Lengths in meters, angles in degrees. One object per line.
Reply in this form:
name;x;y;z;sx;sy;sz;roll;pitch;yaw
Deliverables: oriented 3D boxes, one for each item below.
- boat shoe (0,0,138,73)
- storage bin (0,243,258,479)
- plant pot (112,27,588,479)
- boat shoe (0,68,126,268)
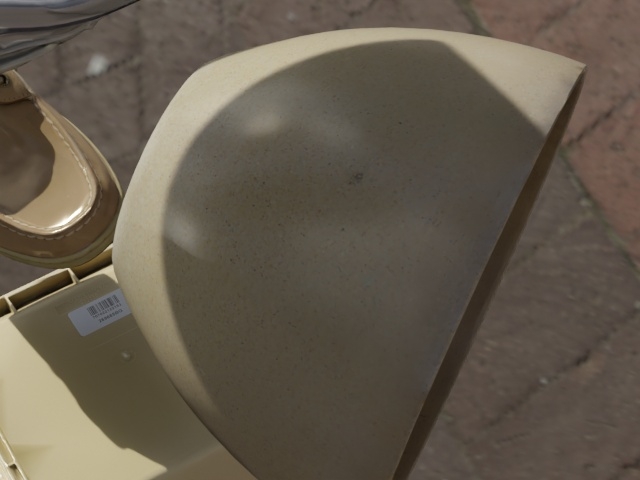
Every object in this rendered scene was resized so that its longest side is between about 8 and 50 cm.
boat shoe;-0.134;-0.121;0.722;0.258;0.084;0.095;-9;82;28
storage bin;-0.152;0.133;1.422;0.262;0.123;0.260;-26;49;-15
plant pot;0.000;0.000;0.923;0.191;0.284;0.284;24;91;8
boat shoe;-0.290;-0.103;1.316;0.341;0.110;0.121;37;74;22
